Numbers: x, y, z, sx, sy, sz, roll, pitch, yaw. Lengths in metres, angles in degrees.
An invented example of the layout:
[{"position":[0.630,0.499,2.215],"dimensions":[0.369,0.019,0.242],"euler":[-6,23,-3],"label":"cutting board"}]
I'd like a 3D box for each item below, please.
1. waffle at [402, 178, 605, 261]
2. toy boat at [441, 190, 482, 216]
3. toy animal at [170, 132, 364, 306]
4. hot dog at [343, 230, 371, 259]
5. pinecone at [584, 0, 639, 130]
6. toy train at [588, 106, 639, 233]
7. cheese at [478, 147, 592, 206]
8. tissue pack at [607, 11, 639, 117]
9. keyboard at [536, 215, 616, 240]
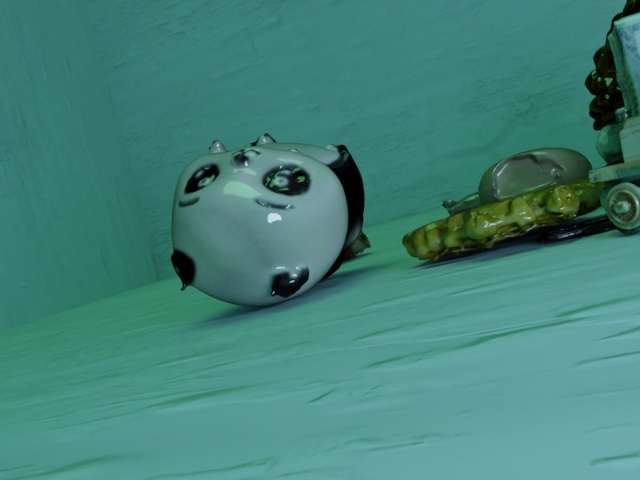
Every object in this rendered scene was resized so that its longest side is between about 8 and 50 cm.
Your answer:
[{"position":[0.243,-0.029,0.810],"dimensions":[0.291,0.051,0.291],"euler":[-16,-1,0],"label":"waffle"},{"position":[0.331,-0.067,1.178],"dimensions":[0.210,0.066,0.084],"euler":[-14,3,8],"label":"toy boat"},{"position":[-0.066,-0.025,0.886],"dimensions":[0.250,0.251,0.310],"euler":[-14,13,25],"label":"toy animal"},{"position":[0.000,0.000,1.250],"dimensions":[0.146,0.103,0.213],"euler":[-14,1,44],"label":"hot dog"},{"position":[0.718,-0.317,1.195],"dimensions":[0.397,0.398,0.398],"euler":[-15,2,0],"label":"pinecone"},{"position":[0.327,-0.076,0.570],"dimensions":[0.080,0.125,0.194],"euler":[-12,1,-26],"label":"toy train"},{"position":[0.360,-0.077,1.037],"dimensions":[0.163,0.082,0.286],"euler":[-14,-12,26],"label":"cheese"},{"position":[0.518,-0.186,0.736],"dimensions":[0.310,0.228,0.128],"euler":[-13,1,22],"label":"tissue pack"},{"position":[0.340,-0.029,0.705],"dimensions":[0.196,0.015,0.074],"euler":[-15,1,6],"label":"keyboard"}]
